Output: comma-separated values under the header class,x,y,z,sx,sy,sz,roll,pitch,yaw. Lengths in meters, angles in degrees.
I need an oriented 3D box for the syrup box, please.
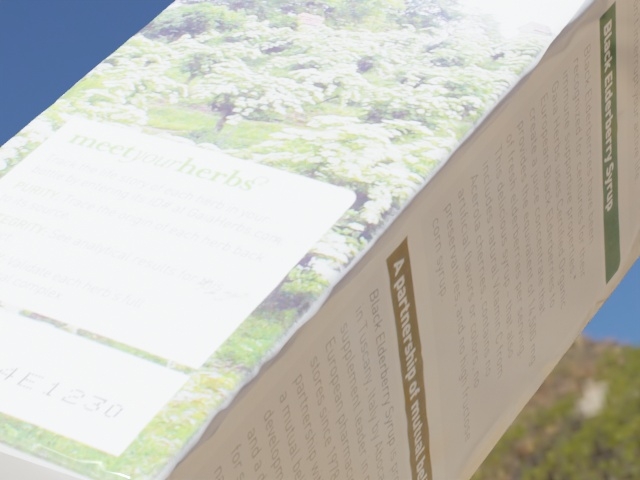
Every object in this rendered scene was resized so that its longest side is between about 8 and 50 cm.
class,x,y,z,sx,sy,sz,roll,pitch,yaw
syrup box,0.000,0.000,0.432,0.093,0.096,0.237,16,43,29
